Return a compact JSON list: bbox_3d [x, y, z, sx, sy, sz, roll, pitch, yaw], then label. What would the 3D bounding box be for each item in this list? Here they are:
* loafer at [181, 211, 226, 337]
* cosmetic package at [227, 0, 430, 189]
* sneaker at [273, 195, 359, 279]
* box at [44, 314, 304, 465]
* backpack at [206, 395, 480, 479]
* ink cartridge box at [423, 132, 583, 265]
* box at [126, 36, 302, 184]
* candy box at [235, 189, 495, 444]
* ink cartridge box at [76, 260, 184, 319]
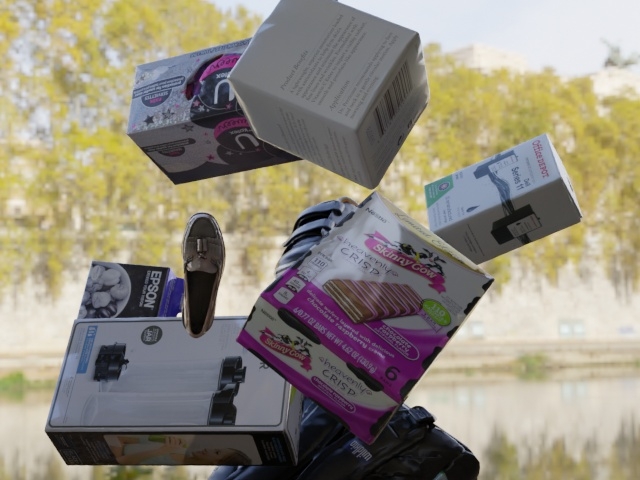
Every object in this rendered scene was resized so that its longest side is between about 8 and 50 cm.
[{"bbox_3d":[-0.117,0.036,1.049,0.045,0.125,0.039,3,10,-7],"label":"loafer"},{"bbox_3d":[0.015,-0.186,1.286,0.183,0.151,0.151,26,-17,21],"label":"cosmetic package"},{"bbox_3d":[0.000,0.000,1.778,0.126,0.127,0.321,-17,-2,21],"label":"sneaker"},{"bbox_3d":[-0.167,0.180,1.280,0.290,0.169,0.087,-1,-40,9],"label":"box"},{"bbox_3d":[-0.019,0.361,1.341,0.290,0.273,0.355,29,44,32],"label":"backpack"},{"bbox_3d":[0.268,-0.056,1.572,0.208,0.087,0.153,-24,28,15],"label":"ink cartridge box"},{"bbox_3d":[-0.153,-0.200,1.639,0.247,0.142,0.163,-10,-31,20],"label":"box"},{"bbox_3d":[0.050,0.064,1.014,0.233,0.159,0.071,-43,-14,-50],"label":"candy box"},{"bbox_3d":[-0.334,0.139,1.906,0.208,0.206,0.045,5,-33,3],"label":"ink cartridge box"}]
